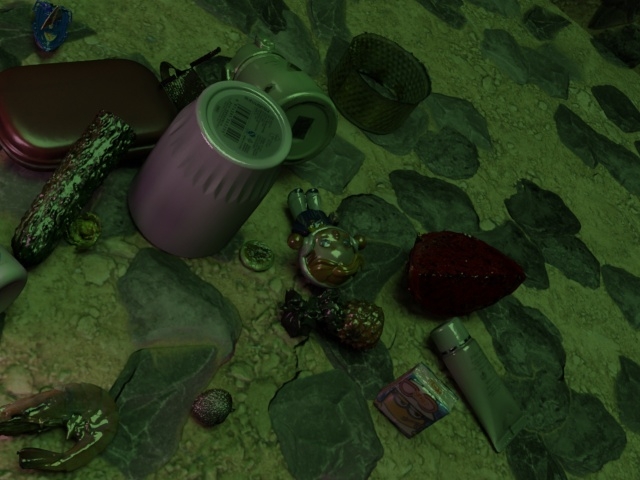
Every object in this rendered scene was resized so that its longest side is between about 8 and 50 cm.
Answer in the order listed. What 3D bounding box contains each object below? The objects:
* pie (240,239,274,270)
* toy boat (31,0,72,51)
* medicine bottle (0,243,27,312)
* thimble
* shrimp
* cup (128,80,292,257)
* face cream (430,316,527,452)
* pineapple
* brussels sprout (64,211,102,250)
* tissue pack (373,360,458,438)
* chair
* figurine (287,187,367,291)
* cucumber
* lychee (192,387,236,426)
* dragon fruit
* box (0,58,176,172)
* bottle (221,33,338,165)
[{"bbox_3d":[-0.145,0.035,1.732,0.085,0.017,0.085,17,50,-21],"label":"pie"},{"bbox_3d":[-0.625,-0.509,1.775,0.091,0.110,0.175,12,54,-24],"label":"toy boat"},{"bbox_3d":[-0.652,0.023,1.332,0.254,0.152,0.152,42,46,3],"label":"medicine bottle"},{"bbox_3d":[0.168,-0.448,2.196,0.271,0.150,0.270,16,51,-21],"label":"thimble"},{"bbox_3d":[-0.460,0.328,1.293,0.254,0.059,0.145,-15,76,-44],"label":"shrimp"},{"bbox_3d":[-0.227,-0.141,1.582,0.253,0.371,0.253,15,58,-25],"label":"cup"},{"bbox_3d":[0.373,0.329,1.797,0.143,0.089,0.314,-28,83,-43],"label":"face cream"},{"bbox_3d":[0.022,0.168,1.679,0.237,0.111,0.119,16,35,-14],"label":"pineapple"},{"bbox_3d":[-0.479,-0.021,1.542,0.085,0.058,0.085,1,81,-5],"label":"brussels sprout"},{"bbox_3d":[0.200,0.340,1.625,0.115,0.155,0.065,44,47,2],"label":"tissue pack"},{"bbox_3d":[-0.306,-0.355,1.803,0.149,0.213,0.174,-43,114,-28],"label":"chair"},{"bbox_3d":[-0.010,-0.002,1.779,0.194,0.133,0.274,-21,60,-43],"label":"figurine"},{"bbox_3d":[-0.496,-0.094,1.504,0.096,0.096,0.359,33,70,-7],"label":"cucumber"},{"bbox_3d":[-0.202,0.317,1.457,0.083,0.068,0.067,8,12,-23],"label":"lychee"},{"bbox_3d":[0.321,0.085,1.915,0.317,0.152,0.205,2,36,-21],"label":"dragon fruit"},{"bbox_3d":[-0.514,-0.277,1.670,0.404,0.108,0.263,-14,67,-38],"label":"box"},{"bbox_3d":[-0.127,-0.353,1.895,0.229,0.229,0.351,-2,39,-33],"label":"bottle"}]
